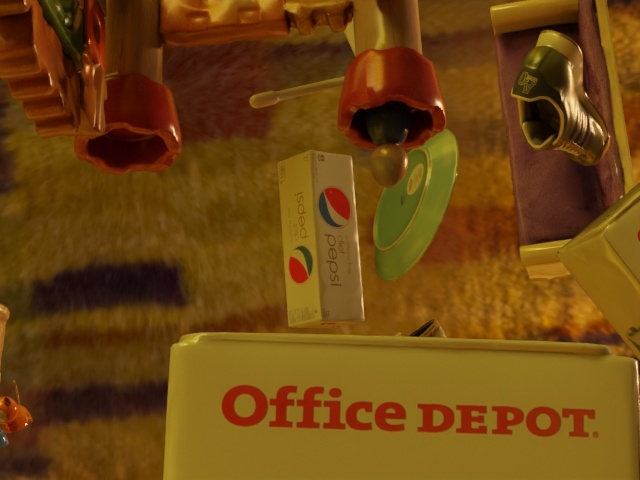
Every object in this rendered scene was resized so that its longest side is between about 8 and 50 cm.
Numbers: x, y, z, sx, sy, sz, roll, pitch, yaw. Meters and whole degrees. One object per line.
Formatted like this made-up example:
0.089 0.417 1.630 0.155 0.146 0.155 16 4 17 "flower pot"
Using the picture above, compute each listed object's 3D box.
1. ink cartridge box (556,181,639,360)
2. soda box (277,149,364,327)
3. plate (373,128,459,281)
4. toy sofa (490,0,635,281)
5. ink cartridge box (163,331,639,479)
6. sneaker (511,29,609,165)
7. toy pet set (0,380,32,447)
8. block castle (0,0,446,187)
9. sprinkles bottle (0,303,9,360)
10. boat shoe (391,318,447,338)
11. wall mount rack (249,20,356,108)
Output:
0.255 0.034 0.752 0.140 0.082 0.190 -38 87 -14 "ink cartridge box"
0.000 0.000 1.632 0.074 0.069 0.216 4 77 -39 "soda box"
0.100 -0.044 1.490 0.024 0.188 0.188 22 93 -17 "plate"
0.309 -0.142 1.656 0.150 0.177 0.362 -8 70 12 "toy sofa"
0.031 0.193 0.590 0.211 0.121 0.289 3 79 -4 "ink cartridge box"
0.238 -0.121 1.328 0.086 0.064 0.192 -55 142 -19 "sneaker"
-0.225 0.078 0.740 0.122 0.114 0.065 -9 98 8 "toy pet set"
-0.080 -0.193 0.867 0.303 0.453 0.212 -5 67 6 "block castle"
-0.473 0.251 1.638 0.121 0.121 0.355 6 76 -9 "sprinkles bottle"
0.111 0.144 1.742 0.135 0.050 0.045 -23 95 -35 "boat shoe"
-0.007 -0.277 1.804 0.130 0.304 0.350 -33 69 22 "wall mount rack"
